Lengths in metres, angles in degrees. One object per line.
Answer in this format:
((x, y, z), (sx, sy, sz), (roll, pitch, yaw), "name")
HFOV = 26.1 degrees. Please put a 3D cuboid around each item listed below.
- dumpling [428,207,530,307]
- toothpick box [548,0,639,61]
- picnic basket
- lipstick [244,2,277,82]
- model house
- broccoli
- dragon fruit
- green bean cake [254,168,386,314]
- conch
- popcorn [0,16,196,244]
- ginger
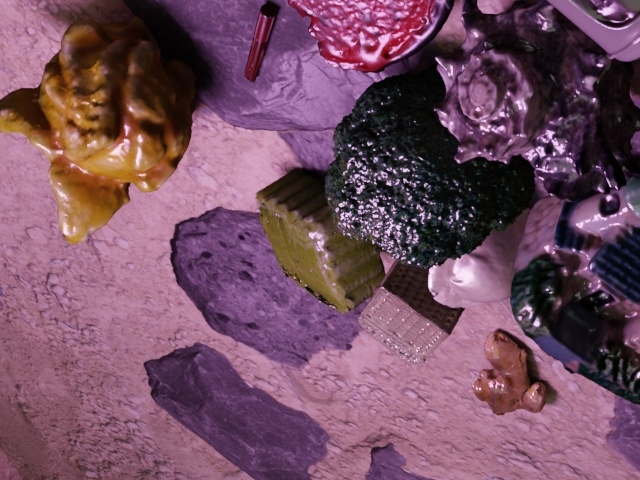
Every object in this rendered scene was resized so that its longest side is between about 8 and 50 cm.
((0.242, 0.015, 2.039), (0.111, 0.181, 0.155), (13, 161, 43), "dumpling")
((0.279, -0.366, 1.485), (0.316, 0.229, 0.229), (38, 148, -4), "toothpick box")
((0.166, 0.072, 2.177), (0.134, 0.196, 0.154), (34, 149, -2), "picnic basket")
((-0.093, -0.294, 2.079), (0.027, 0.027, 0.176), (31, 150, 4), "lipstick")
((0.454, 0.044, 1.845), (0.298, 0.243, 0.284), (33, 146, -21), "model house")
((0.158, -0.106, 1.926), (0.298, 0.297, 0.297), (26, -172, 12), "broccoli")
((0.063, -0.364, 1.767), (0.282, 0.100, 0.343), (6, 142, 34), "dragon fruit")
((0.000, 0.000, 2.260), (0.214, 0.113, 0.200), (28, 148, 51), "green bean cake")
((0.268, -0.173, 1.715), (0.313, 0.240, 0.186), (41, -175, 9), "conch")
((-0.362, -0.196, 2.177), (0.326, 0.321, 0.290), (13, 147, -1), "popcorn")
((0.315, 0.239, 2.401), (0.133, 0.059, 0.214), (-2, 136, 37), "ginger")
